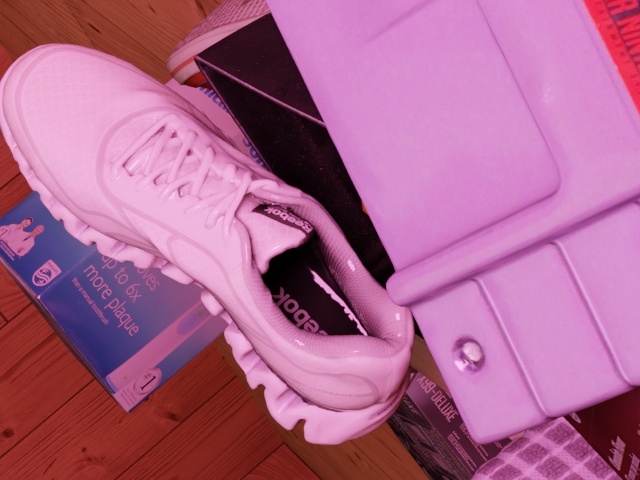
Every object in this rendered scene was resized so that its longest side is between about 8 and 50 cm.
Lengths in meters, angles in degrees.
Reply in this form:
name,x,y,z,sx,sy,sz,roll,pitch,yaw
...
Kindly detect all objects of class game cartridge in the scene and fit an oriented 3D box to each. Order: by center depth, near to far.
name,x,y,z,sx,sy,sz,roll,pitch,yaw
game cartridge,0.061,-0.128,0.574,0.230,0.068,0.355,-29,86,48

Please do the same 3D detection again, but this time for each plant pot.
name,x,y,z,sx,sy,sz,roll,pitch,yaw
plant pot,0.074,-0.063,0.991,0.187,0.167,0.188,55,170,-30

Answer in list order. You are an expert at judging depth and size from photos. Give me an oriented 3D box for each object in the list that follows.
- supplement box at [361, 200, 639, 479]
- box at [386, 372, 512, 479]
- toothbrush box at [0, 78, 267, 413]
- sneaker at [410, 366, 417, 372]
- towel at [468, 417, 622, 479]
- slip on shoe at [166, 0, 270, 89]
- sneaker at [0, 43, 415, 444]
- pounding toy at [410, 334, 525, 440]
name,x,y,z,sx,sy,sz,roll,pitch,yaw
supplement box,0.146,-0.029,0.729,0.194,0.191,0.129,47,169,19
box,0.119,0.175,1.927,0.307,0.076,0.242,52,170,-15
toothbrush box,-0.151,-0.008,1.801,0.126,0.295,0.216,40,165,40
sneaker,0.001,-0.001,1.474,0.145,0.090,0.270,52,171,-34
towel,0.234,0.144,0.878,0.284,0.235,0.121,39,159,47
slip on shoe,-0.027,-0.140,1.315,0.101,0.123,0.331,48,166,-15
sneaker,-0.058,-0.015,1.003,0.292,0.110,0.118,41,161,6
pounding toy,0.119,0.005,1.168,0.206,0.181,0.094,36,137,25
